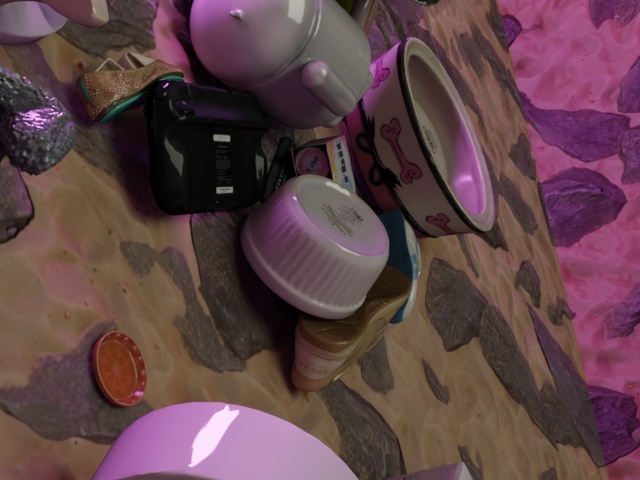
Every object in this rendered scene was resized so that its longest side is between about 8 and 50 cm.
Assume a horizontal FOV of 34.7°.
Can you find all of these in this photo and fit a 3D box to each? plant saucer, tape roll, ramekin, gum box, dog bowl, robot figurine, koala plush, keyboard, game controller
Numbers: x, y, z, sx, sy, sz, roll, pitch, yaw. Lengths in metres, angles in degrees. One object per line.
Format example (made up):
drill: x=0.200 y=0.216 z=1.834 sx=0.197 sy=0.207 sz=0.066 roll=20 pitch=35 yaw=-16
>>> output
plant saucer: x=-0.219 y=0.140 z=1.114 sx=0.083 sy=0.013 sz=0.083 roll=44 pitch=35 yaw=-44
tape roll: x=-0.090 y=0.292 z=0.953 sx=0.286 sy=0.286 sz=0.100 roll=61 pitch=26 yaw=-21
ramekin: x=0.000 y=0.000 z=1.451 sx=0.207 sy=0.109 sz=0.207 roll=29 pitch=29 yaw=-18
gum box: x=0.015 y=-0.067 z=1.641 sx=0.107 sy=0.062 sz=0.188 roll=-39 pitch=118 yaw=-69
dog bowl: x=0.191 y=-0.183 z=2.002 sx=0.408 sy=0.150 sz=0.407 roll=48 pitch=30 yaw=-41
robot figurine: x=-0.058 y=-0.296 z=1.528 sx=0.300 sy=0.199 sz=0.353 roll=45 pitch=8 yaw=33
koala plush: x=-0.341 y=-0.043 z=0.810 sx=0.203 sy=0.196 sz=0.221 roll=39 pitch=38 yaw=-31
keyboard: x=-0.043 y=-0.080 z=1.621 sx=0.108 sy=0.023 sz=0.180 roll=57 pitch=29 yaw=-29
game controller: x=-0.144 y=-0.121 z=1.358 sx=0.319 sy=0.067 sz=0.166 roll=-11 pitch=107 yaw=-71

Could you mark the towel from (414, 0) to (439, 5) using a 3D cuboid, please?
towel: x=0.018 y=-0.488 z=1.650 sx=0.272 sy=0.040 sz=0.370 roll=12 pitch=27 yaw=-28

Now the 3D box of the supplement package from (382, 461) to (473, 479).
supplement package: x=0.168 y=0.497 z=1.506 sx=0.204 sy=0.145 sz=0.262 roll=62 pitch=27 yaw=-18

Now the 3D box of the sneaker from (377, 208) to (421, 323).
sneaker: x=0.145 y=0.055 z=1.838 sx=0.092 sy=0.087 sz=0.228 roll=49 pitch=34 yaw=-43

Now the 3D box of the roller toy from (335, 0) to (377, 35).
roller toy: x=0.015 y=-0.394 z=1.751 sx=0.191 sy=0.146 sz=0.209 roll=-67 pitch=175 yaw=-50

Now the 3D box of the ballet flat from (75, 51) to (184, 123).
ballet flat: x=-0.233 y=-0.200 z=1.264 sx=0.067 sy=0.073 sz=0.206 roll=53 pitch=23 yaw=-4

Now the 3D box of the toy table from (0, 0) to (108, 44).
toy table: x=-0.313 y=-0.316 z=1.069 sx=0.274 sy=0.161 sz=0.252 roll=-14 pitch=85 yaw=-66

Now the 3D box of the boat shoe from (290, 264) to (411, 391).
boat shoe: x=0.039 y=0.120 z=1.563 sx=0.341 sy=0.122 sz=0.110 roll=-33 pitch=147 yaw=-60
